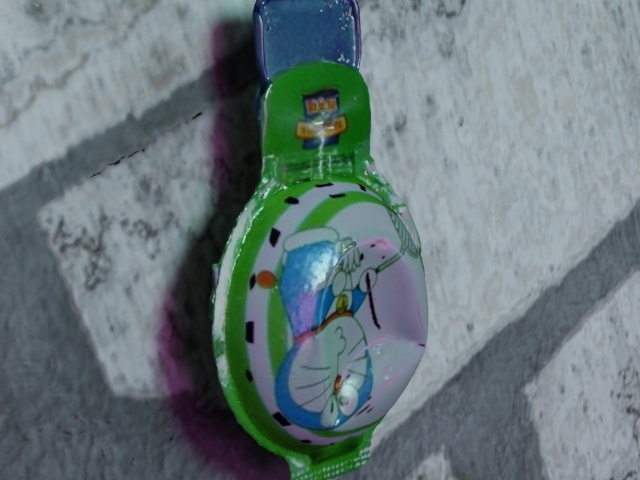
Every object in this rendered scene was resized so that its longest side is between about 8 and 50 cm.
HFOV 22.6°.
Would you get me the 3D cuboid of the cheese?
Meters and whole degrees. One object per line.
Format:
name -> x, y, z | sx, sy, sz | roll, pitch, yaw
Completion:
cheese -> 0.000, 0.000, 1.034 | 0.204, 0.083, 0.320 | -12, 104, -45
